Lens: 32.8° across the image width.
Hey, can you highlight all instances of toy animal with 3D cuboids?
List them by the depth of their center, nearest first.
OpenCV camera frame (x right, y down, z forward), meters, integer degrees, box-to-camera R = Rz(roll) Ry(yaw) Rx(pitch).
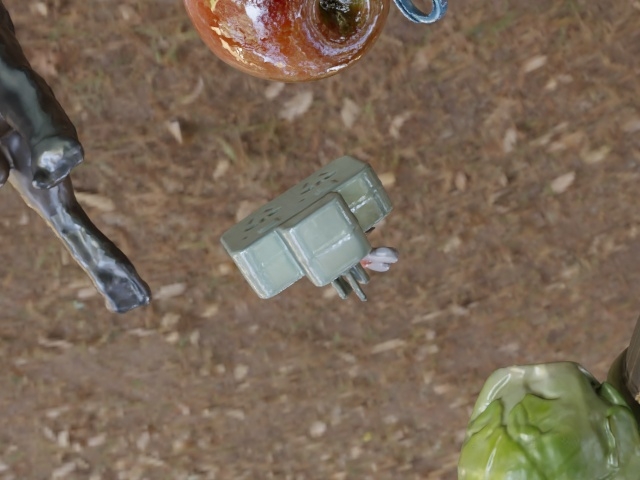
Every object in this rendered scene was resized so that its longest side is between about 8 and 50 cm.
[{"bbox_3d":[-0.133,-0.052,0.408,0.084,0.148,0.233,-17,162,-6],"label":"toy animal"}]

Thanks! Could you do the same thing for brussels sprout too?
[{"bbox_3d":[0.275,0.265,1.288,0.244,0.244,0.244,-11,147,-7],"label":"brussels sprout"}]

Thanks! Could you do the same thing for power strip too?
[{"bbox_3d":[0.000,0.000,1.497,0.229,0.261,0.141,-35,106,-5],"label":"power strip"}]

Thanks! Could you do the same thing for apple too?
[{"bbox_3d":[-0.034,-0.236,1.024,0.181,0.168,0.181,-16,120,-31],"label":"apple"}]

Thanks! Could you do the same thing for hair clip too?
[{"bbox_3d":[0.028,0.005,1.813,0.146,0.075,0.257,7,179,42],"label":"hair clip"}]

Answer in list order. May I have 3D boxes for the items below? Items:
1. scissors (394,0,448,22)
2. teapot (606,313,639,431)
[{"bbox_3d":[0.051,-0.343,1.148,0.030,0.256,0.125,-38,171,-24],"label":"scissors"},{"bbox_3d":[0.510,0.083,1.324,0.270,0.200,0.337,-6,132,-10],"label":"teapot"}]
